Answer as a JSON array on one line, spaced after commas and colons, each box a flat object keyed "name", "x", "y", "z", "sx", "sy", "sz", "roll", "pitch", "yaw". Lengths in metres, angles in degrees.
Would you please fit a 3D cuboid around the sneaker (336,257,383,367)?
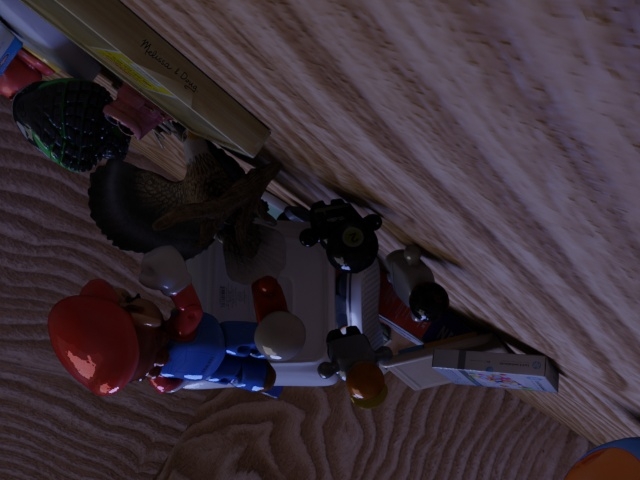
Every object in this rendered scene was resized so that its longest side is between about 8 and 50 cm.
[{"name": "sneaker", "x": 0.044, "y": 0.141, "z": 1.237, "sx": 0.127, "sy": 0.126, "sz": 0.321, "roll": 12, "pitch": 136, "yaw": 19}]

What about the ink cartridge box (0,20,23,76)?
[{"name": "ink cartridge box", "x": -0.515, "y": -0.254, "z": 0.811, "sx": 0.168, "sy": 0.171, "sz": 0.232, "roll": 35, "pitch": 175, "yaw": -11}]

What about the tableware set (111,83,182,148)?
[{"name": "tableware set", "x": -0.343, "y": -0.232, "z": 1.272, "sx": 0.128, "sy": 0.039, "sz": 0.194, "roll": 33, "pitch": 176, "yaw": -2}]

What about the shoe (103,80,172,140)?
[{"name": "shoe", "x": -0.237, "y": -0.174, "z": 0.874, "sx": 0.063, "sy": 0.081, "sz": 0.178, "roll": 33, "pitch": 175, "yaw": -1}]

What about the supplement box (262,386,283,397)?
[{"name": "supplement box", "x": -0.121, "y": 0.148, "z": 1.438, "sx": 0.195, "sy": 0.194, "sz": 0.356, "roll": 20, "pitch": -162, "yaw": 2}]

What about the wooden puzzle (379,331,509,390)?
[{"name": "wooden puzzle", "x": 0.253, "y": 0.233, "z": 1.277, "sx": 0.221, "sy": 0.044, "sz": 0.238, "roll": -17, "pitch": 151, "yaw": 20}]

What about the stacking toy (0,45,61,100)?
[{"name": "stacking toy", "x": -0.694, "y": -0.403, "z": 1.334, "sx": 0.279, "sy": 0.130, "sz": 0.309, "roll": 36, "pitch": 174, "yaw": -37}]

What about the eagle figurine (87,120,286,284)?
[{"name": "eagle figurine", "x": -0.177, "y": -0.072, "z": 0.950, "sx": 0.226, "sy": 0.225, "sz": 0.298, "roll": 19, "pitch": 174, "yaw": -36}]

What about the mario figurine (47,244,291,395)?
[{"name": "mario figurine", "x": -0.195, "y": 0.110, "z": 0.863, "sx": 0.320, "sy": 0.198, "sz": 0.170, "roll": 15, "pitch": 173, "yaw": -39}]

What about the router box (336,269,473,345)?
[{"name": "router box", "x": 0.195, "y": 0.165, "z": 1.448, "sx": 0.301, "sy": 0.082, "sz": 0.335, "roll": 29, "pitch": 174, "yaw": 42}]

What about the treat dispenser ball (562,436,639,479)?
[{"name": "treat dispenser ball", "x": 0.501, "y": 0.447, "z": 0.990, "sx": 0.288, "sy": 0.288, "sz": 0.288, "roll": 33, "pitch": 175, "yaw": 3}]

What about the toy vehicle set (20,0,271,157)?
[{"name": "toy vehicle set", "x": -0.189, "y": -0.187, "z": 0.686, "sx": 0.267, "sy": 0.035, "sz": 0.166, "roll": 37, "pitch": 174, "yaw": -39}]

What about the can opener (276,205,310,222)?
[{"name": "can opener", "x": 0.000, "y": 0.000, "z": 1.209, "sx": 0.186, "sy": 0.059, "sz": 0.073, "roll": 35, "pitch": 175, "yaw": -18}]

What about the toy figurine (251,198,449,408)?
[{"name": "toy figurine", "x": 0.035, "y": 0.076, "z": 0.803, "sx": 0.209, "sy": 0.213, "sz": 0.148, "roll": 36, "pitch": -171, "yaw": -23}]

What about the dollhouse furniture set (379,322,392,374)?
[{"name": "dollhouse furniture set", "x": 0.101, "y": 0.194, "z": 1.526, "sx": 0.182, "sy": 0.101, "sz": 0.161, "roll": 36, "pitch": -161, "yaw": -35}]

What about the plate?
[{"name": "plate", "x": -0.085, "y": 0.094, "z": 1.049, "sx": 0.278, "sy": 0.277, "sz": 0.045, "roll": 5, "pitch": 169, "yaw": -27}]

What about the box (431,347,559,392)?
[{"name": "box", "x": 0.303, "y": 0.224, "z": 1.126, "sx": 0.186, "sy": 0.038, "sz": 0.145, "roll": -2, "pitch": 157, "yaw": 27}]

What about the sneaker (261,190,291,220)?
[{"name": "sneaker", "x": -0.096, "y": 0.001, "z": 1.303, "sx": 0.256, "sy": 0.151, "sz": 0.094, "roll": 34, "pitch": 177, "yaw": 7}]

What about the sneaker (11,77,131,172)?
[{"name": "sneaker", "x": -0.402, "y": -0.183, "z": 1.025, "sx": 0.146, "sy": 0.134, "sz": 0.343, "roll": 14, "pitch": -177, "yaw": -4}]

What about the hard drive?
[{"name": "hard drive", "x": -0.446, "y": -0.335, "z": 0.854, "sx": 0.233, "sy": 0.047, "sz": 0.353, "roll": 33, "pitch": 176, "yaw": 2}]
